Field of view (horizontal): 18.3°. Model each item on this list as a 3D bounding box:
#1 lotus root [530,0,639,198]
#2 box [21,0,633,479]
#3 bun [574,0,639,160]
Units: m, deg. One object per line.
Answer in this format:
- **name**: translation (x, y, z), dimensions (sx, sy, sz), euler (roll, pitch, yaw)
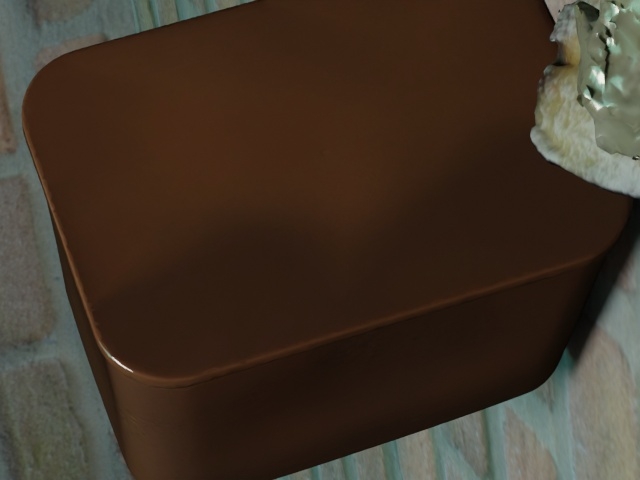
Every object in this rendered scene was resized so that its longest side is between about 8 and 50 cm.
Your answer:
- **lotus root**: translation (0.213, -0.081, 0.903), dimensions (0.329, 0.078, 0.167), euler (31, 105, 65)
- **box**: translation (0.000, 0.000, 1.302), dimensions (0.229, 0.339, 0.239), euler (94, 156, -60)
- **bun**: translation (0.230, -0.045, 0.578), dimensions (0.205, 0.281, 0.281), euler (62, 163, 12)
